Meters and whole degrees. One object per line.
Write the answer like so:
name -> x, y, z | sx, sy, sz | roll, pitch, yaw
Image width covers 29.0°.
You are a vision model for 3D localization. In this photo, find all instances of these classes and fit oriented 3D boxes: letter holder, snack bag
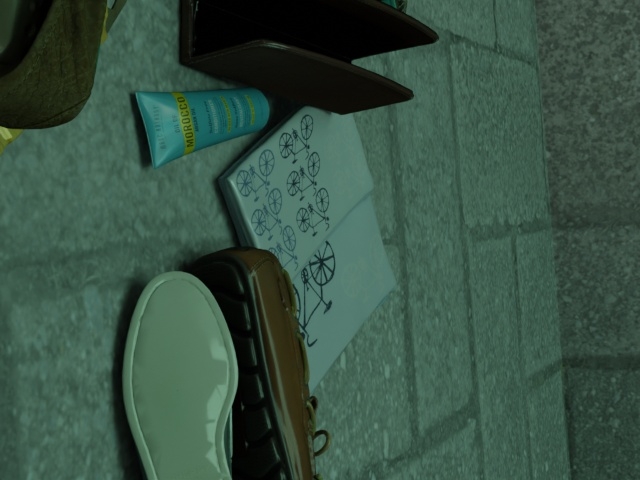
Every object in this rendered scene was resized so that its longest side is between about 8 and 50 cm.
letter holder -> 0.020, -0.258, 1.413 | 0.301, 0.214, 0.152 | 10, 77, -52
snack bag -> 0.000, 0.000, 1.579 | 0.323, 0.037, 0.343 | -48, 130, -50

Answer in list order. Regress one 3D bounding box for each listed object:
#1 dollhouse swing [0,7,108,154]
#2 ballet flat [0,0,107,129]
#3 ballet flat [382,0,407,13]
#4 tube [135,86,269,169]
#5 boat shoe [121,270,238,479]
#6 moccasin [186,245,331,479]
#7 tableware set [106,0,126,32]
dollhouse swing -> -0.221, -0.272, 0.870 | 0.305, 0.315, 0.347 | 48, 38, -17
ballet flat -> -0.178, -0.228, 0.755 | 0.124, 0.116, 0.343 | -17, 129, -58
ballet flat -> 0.004, -0.476, 1.602 | 0.182, 0.164, 0.483 | -100, 174, -50
tube -> -0.131, -0.131, 1.343 | 0.207, 0.052, 0.080 | -23, 97, -58
boat shoe -> -0.141, 0.193, 1.240 | 0.099, 0.116, 0.320 | 156, -74, -70
moccasin -> -0.062, 0.197, 1.345 | 0.147, 0.139, 0.380 | 0, 76, -59
tableware set -> -0.250, -0.209, 1.088 | 0.128, 0.039, 0.194 | 53, 33, -29
